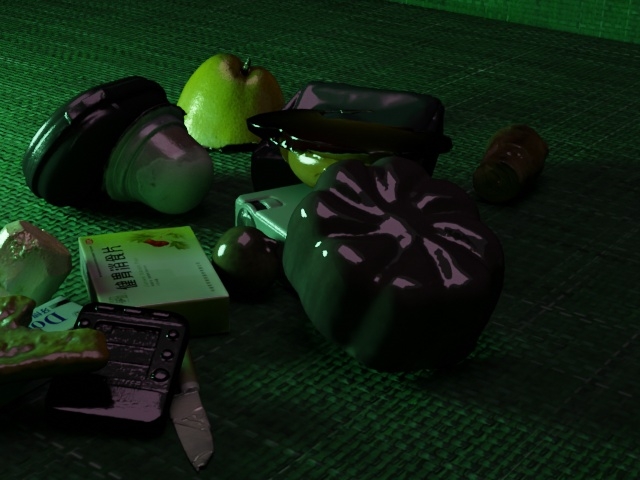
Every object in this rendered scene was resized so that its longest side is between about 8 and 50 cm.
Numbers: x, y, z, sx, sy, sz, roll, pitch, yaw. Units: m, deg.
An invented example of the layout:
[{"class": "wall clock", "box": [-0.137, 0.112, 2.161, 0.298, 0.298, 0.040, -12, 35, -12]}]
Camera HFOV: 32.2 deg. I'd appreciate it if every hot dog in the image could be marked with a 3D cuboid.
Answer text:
[{"class": "hot dog", "box": [0.045, -0.129, 1.763, 0.194, 0.107, 0.326, -19, 29, -36]}]

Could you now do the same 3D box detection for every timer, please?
[{"class": "timer", "box": [-0.244, 0.158, 1.358, 0.144, 0.055, 0.187, 7, 41, 3]}]

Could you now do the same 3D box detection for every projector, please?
[{"class": "projector", "box": [0.000, 0.000, 1.721, 0.192, 0.099, 0.256, -11, 27, -30]}]

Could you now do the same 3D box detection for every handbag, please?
[{"class": "handbag", "box": [-0.379, -0.173, 1.922, 0.093, 0.254, 0.308, 46, 36, 10]}, {"class": "handbag", "box": [0.059, -0.146, 1.967, 0.301, 0.178, 0.275, 9, 39, 20]}]

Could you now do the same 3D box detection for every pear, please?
[{"class": "pear", "box": [-0.189, -0.301, 2.305, 0.266, 0.178, 0.267, 1, 19, 0]}]

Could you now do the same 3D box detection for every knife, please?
[{"class": "knife", "box": [-0.167, 0.194, 1.363, 0.047, 0.017, 0.298, -6, 29, -14]}]

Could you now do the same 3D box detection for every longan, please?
[{"class": "longan", "box": [-0.107, 0.029, 1.634, 0.113, 0.113, 0.092, 18, 4, 33]}]

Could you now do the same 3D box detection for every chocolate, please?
[{"class": "chocolate", "box": [-0.259, -0.117, 1.920, 0.147, 0.221, 0.221, 38, 34, 12]}]

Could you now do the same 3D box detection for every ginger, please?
[{"class": "ginger", "box": [0.362, -0.152, 2.086, 0.116, 0.109, 0.263, 34, 30, 5]}]

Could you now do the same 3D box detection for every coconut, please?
[{"class": "coconut", "box": [-0.425, 0.043, 1.570, 0.116, 0.122, 0.116, 35, 5, -4]}]

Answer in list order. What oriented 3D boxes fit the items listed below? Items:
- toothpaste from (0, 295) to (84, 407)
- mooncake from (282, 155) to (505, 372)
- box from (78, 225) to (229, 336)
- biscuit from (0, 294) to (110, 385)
[{"class": "toothpaste", "box": [-0.410, 0.163, 1.356, 0.081, 0.067, 0.336, 19, 29, 28]}, {"class": "mooncake", "box": [0.100, 0.025, 1.488, 0.306, 0.154, 0.306, 8, 44, -7]}, {"class": "box", "box": [-0.246, 0.061, 1.606, 0.175, 0.062, 0.260, -6, 26, -18]}, {"class": "biscuit", "box": [-0.350, 0.114, 1.331, 0.174, 0.039, 0.183, -11, 29, -14]}]
